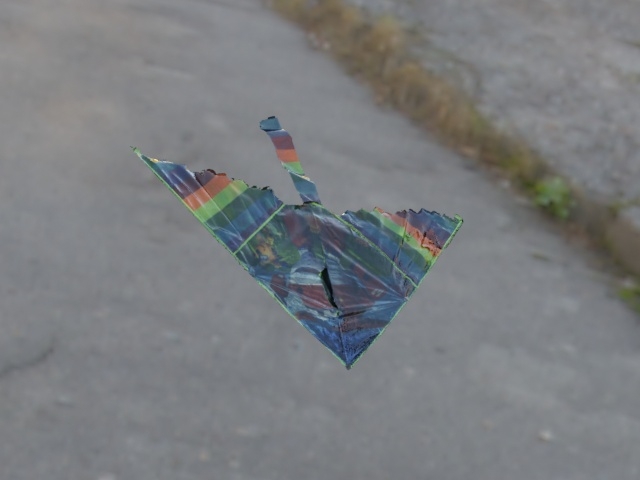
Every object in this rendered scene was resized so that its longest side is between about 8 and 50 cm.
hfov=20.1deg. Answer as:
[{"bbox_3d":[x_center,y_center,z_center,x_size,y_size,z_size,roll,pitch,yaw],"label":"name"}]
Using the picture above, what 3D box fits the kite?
[{"bbox_3d":[0.000,0.000,0.540,0.122,0.004,0.090,6,54,-37],"label":"kite"}]
